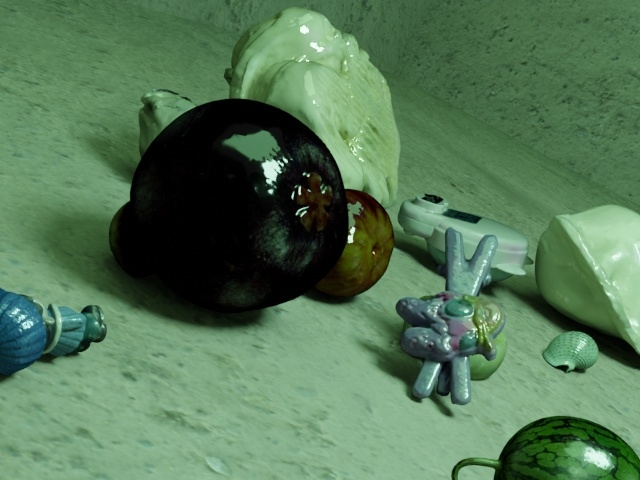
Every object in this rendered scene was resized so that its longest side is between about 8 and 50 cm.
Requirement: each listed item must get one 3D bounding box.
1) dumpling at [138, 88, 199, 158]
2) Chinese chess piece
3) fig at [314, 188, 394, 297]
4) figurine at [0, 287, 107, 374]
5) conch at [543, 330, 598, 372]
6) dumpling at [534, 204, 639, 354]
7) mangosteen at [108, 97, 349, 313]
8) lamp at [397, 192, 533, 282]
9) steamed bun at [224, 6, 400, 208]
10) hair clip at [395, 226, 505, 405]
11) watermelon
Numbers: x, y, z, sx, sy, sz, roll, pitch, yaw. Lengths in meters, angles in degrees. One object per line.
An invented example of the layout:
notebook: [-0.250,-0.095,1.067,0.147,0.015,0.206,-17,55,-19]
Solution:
dumpling: [-0.190,-0.127,1.618,0.173,0.142,0.247,4,55,-50]
Chinese chess piece: [0.182,0.131,1.429,0.144,0.058,0.144,21,19,-8]
fig: [0.022,-0.010,1.485,0.149,0.148,0.202,-19,46,-14]
figurine: [-0.266,0.084,0.971,0.149,0.086,0.087,17,54,-59]
conch: [0.380,0.165,1.595,0.076,0.056,0.085,18,11,32]
dumpling: [0.524,0.099,1.832,0.395,0.233,0.315,23,42,-55]
mangosteen: [-0.124,-0.038,1.278,0.302,0.274,0.275,-6,-4,38]
lamp: [0.244,0.004,1.819,0.246,0.107,0.179,25,12,13]
steamed bun: [-0.035,-0.180,1.652,0.247,0.352,0.339,-12,-24,25]
hair clip: [0.166,0.082,1.330,0.137,0.090,0.278,11,38,9]
watermelon: [0.221,0.235,1.014,0.187,0.140,0.140,17,17,-5]
